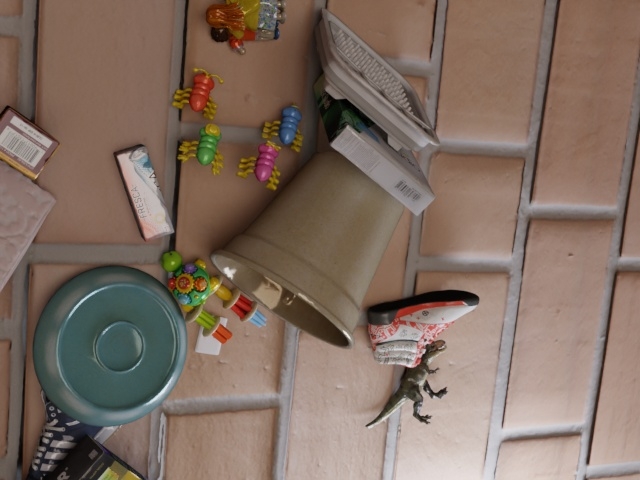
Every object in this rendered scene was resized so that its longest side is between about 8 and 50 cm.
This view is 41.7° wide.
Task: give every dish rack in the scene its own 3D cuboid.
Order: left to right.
[{"bbox_3d":[0.094,-0.307,1.655,0.285,0.333,0.072,36,113,-23],"label":"dish rack"}]

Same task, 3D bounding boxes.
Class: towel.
[{"bbox_3d":[-0.675,-0.043,1.458,0.332,0.053,0.317,39,55,-24],"label":"towel"}]

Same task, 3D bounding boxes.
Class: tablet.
[{"bbox_3d":[-0.232,0.200,1.780,0.054,0.006,0.083,12,96,-23],"label":"tablet"}]

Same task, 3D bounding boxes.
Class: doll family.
[{"bbox_3d":[-0.155,-0.490,1.608,0.163,0.118,0.263,-9,104,-20],"label":"doll family"}]

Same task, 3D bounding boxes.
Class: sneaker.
[{"bbox_3d":[-0.531,0.394,1.650,0.282,0.099,0.153,-47,116,-13],"label":"sneaker"},{"bbox_3d":[0.238,0.204,1.922,0.270,0.090,0.145,-10,105,-16],"label":"sneaker"}]

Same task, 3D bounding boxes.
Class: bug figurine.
[{"bbox_3d":[-0.154,-0.217,1.646,0.278,0.072,0.216,17,61,-19],"label":"bug figurine"}]

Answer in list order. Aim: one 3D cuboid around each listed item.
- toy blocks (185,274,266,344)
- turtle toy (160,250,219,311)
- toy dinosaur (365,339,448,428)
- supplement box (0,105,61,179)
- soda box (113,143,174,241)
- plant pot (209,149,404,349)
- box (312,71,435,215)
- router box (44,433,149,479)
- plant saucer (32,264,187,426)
[{"bbox_3d":[-0.192,0.162,1.757,0.148,0.054,0.123,40,76,-23],"label":"toy blocks"},{"bbox_3d":[-0.273,0.077,1.694,0.095,0.066,0.130,-41,74,6],"label":"turtle toy"},{"bbox_3d":[0.227,0.357,1.964,0.118,0.064,0.268,38,86,-9],"label":"toy dinosaur"},{"bbox_3d":[-0.532,-0.176,1.485,0.104,0.188,0.081,37,85,-24],"label":"supplement box"},{"bbox_3d":[-0.347,-0.093,1.647,0.062,0.058,0.183,-21,108,-16],"label":"soda box"},{"bbox_3d":[0.000,0.000,1.688,0.334,0.333,0.306,40,73,-23],"label":"plant pot"},{"bbox_3d":[0.098,-0.203,1.661,0.232,0.322,0.058,37,108,-24],"label":"box"},{"bbox_3d":[-0.470,0.565,1.630,0.309,0.081,0.243,-49,133,-15],"label":"router box"},{"bbox_3d":[-0.398,0.207,1.645,0.317,0.043,0.318,1,88,-35],"label":"plant saucer"}]
